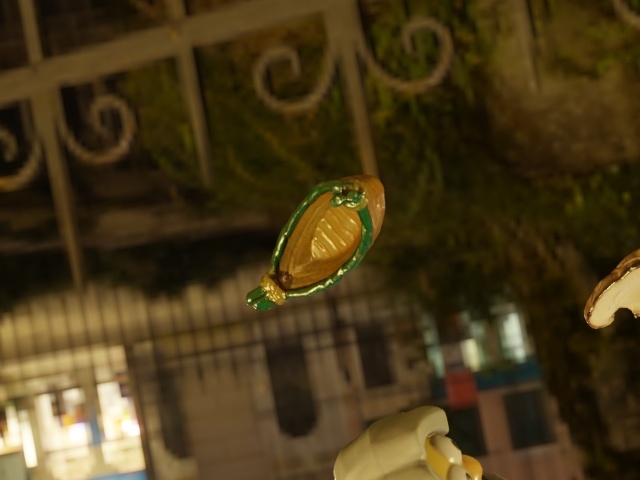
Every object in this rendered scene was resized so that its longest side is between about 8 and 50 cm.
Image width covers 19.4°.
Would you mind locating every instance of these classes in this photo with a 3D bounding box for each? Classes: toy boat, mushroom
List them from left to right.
[{"bbox_3d":[0.000,0.000,1.918,0.088,0.089,0.229,-28,164,-39],"label":"toy boat"},{"bbox_3d":[0.228,0.030,1.334,0.101,0.019,0.049,-37,126,23],"label":"mushroom"}]

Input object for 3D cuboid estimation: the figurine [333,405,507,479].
[{"bbox_3d":[0.108,0.257,1.748,0.133,0.176,0.236,-32,146,12],"label":"figurine"}]
